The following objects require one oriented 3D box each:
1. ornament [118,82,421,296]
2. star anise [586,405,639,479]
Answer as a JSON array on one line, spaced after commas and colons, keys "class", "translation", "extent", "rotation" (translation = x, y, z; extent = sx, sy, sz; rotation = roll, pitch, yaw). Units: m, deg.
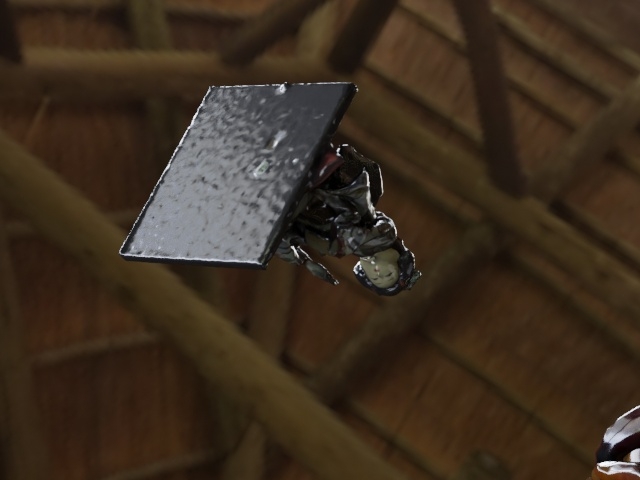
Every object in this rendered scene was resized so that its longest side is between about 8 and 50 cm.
[{"class": "ornament", "translation": [0.000, 0.000, 1.280], "extent": [0.166, 0.153, 0.196], "rotation": [4, 151, 46]}, {"class": "star anise", "translation": [0.122, 0.148, 0.640], "extent": [0.126, 0.220, 0.190], "rotation": [29, -133, 5]}]
